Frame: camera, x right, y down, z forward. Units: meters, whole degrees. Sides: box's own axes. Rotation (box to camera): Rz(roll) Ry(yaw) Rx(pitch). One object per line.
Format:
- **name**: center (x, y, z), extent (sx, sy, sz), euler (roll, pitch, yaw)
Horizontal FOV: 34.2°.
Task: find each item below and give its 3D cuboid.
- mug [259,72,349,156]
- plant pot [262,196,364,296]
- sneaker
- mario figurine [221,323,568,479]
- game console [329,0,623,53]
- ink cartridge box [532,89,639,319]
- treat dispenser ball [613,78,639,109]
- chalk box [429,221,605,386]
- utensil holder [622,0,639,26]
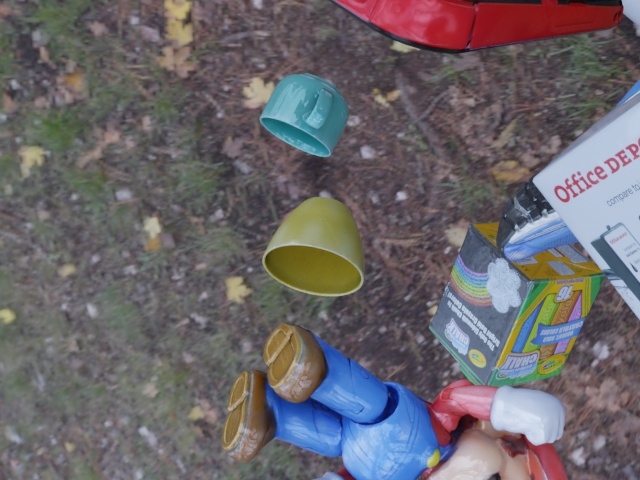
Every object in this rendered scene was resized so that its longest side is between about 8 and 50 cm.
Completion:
- **mug**: center (-0.010, -0.205, 1.662), extent (0.157, 0.129, 0.097), euler (18, 77, 42)
- **plant pot**: center (0.000, 0.000, 1.368), extent (0.134, 0.134, 0.095), euler (-2, 58, 27)
- **sneaker**: center (0.359, -0.031, 1.161), extent (0.329, 0.130, 0.147), euler (-18, 112, 13)
- **mario figurine**: center (0.085, 0.194, 0.899), extent (0.198, 0.320, 0.170), euler (-27, 44, 61)
- **game console**: center (0.078, -0.302, 1.065), extent (0.386, 0.342, 0.060), euler (40, 124, 30)
- **ink cartridge box**: center (0.245, -0.001, 0.616), extent (0.208, 0.086, 0.153), euler (53, 157, 4)
- **treat dispenser ball**: center (0.375, -0.037, 0.882), extent (0.288, 0.288, 0.288), euler (5, 102, 26)
- **chalk box**: center (0.324, 0.132, 1.791), extent (0.180, 0.179, 0.289), euler (50, 133, 43)
- **utensil holder**: center (0.615, -0.439, 1.611), extent (0.328, 0.327, 0.385), euler (-58, 41, 23)
